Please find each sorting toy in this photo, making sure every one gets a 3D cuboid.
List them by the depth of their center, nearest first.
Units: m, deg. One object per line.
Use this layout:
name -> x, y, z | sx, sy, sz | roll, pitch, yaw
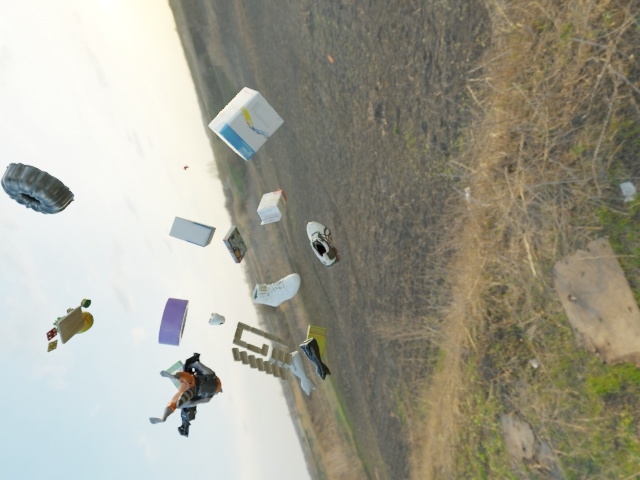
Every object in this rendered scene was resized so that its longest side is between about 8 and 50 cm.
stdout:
sorting toy -> -1.168, 0.389, 1.864 | 0.274, 0.046, 0.132 | -63, -14, -57

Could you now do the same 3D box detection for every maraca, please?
maraca -> -1.300, 0.436, 2.133 | 0.127, 0.186, 0.099 | 66, 148, 22

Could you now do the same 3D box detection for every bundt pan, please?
bundt pan -> -1.459, -0.244, 2.073 | 0.330, 0.331, 0.124 | 92, -169, -61

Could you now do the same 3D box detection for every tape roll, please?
tape roll -> -0.587, 0.326, 1.625 | 0.189, 0.080, 0.188 | -169, 90, -79

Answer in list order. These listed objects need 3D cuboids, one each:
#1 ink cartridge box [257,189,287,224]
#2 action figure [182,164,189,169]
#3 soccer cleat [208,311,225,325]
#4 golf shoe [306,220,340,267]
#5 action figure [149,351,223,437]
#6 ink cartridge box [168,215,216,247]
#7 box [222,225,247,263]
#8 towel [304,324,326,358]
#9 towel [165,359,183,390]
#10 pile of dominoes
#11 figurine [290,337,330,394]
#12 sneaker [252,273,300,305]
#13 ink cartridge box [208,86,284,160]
ink cartridge box -> -0.251, -0.173, 2.086 | 0.198, 0.115, 0.067 | -81, -28, -50
action figure -> -0.871, -0.470, 2.610 | 0.030, 0.038, 0.115 | 47, 176, -16
soccer cleat -> -0.506, 0.390, 1.985 | 0.196, 0.076, 0.068 | 144, 146, -71
golf shoe -> 0.000, 0.000, 1.921 | 0.120, 0.105, 0.272 | 32, -158, -54
action figure -> -0.515, 0.639, 1.624 | 0.330, 0.179, 0.341 | 11, -101, -64
ink cartridge box -> -0.519, -0.037, 1.661 | 0.203, 0.148, 0.085 | -169, 98, -81
box -> -0.361, 0.019, 1.722 | 0.094, 0.027, 0.137 | -71, -30, -48
towel -> -0.027, 0.551, 2.203 | 0.237, 0.102, 0.021 | -79, 2, -64
towel -> -0.717, 0.702, 2.070 | 0.152, 0.113, 0.023 | 53, -171, 1
pile of dominoes -> -0.233, 0.440, 1.577 | 0.040, 0.251, 0.196 | -58, 14, 29
figurine -> -0.054, 0.619, 1.982 | 0.092, 0.215, 0.209 | -32, 87, 38
sneaker -> -0.242, 0.259, 2.114 | 0.292, 0.169, 0.108 | -44, 47, 37
ink cartridge box -> -0.362, -0.573, 1.978 | 0.197, 0.270, 0.198 | 44, 179, -39
